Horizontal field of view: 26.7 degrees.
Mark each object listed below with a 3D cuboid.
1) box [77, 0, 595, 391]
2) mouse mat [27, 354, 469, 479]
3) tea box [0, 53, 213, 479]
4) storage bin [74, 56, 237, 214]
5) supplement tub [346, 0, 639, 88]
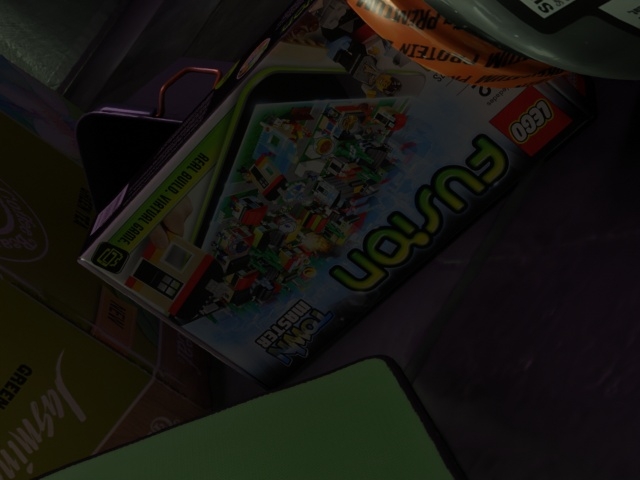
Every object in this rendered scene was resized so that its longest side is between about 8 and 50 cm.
[{"bbox_3d":[0.001,-0.030,0.569,0.207,0.114,0.036,-44,20,31],"label":"box"},{"bbox_3d":[-0.048,0.097,0.467,0.189,0.007,0.152,-21,18,-3],"label":"mouse mat"},{"bbox_3d":[-0.252,0.018,0.780,0.220,0.323,0.329,-50,18,13],"label":"tea box"},{"bbox_3d":[-0.049,-0.056,0.723,0.135,0.098,0.091,8,39,22],"label":"storage bin"},{"bbox_3d":[0.129,-0.162,0.358,0.316,0.193,0.194,-24,34,57],"label":"supplement tub"}]
